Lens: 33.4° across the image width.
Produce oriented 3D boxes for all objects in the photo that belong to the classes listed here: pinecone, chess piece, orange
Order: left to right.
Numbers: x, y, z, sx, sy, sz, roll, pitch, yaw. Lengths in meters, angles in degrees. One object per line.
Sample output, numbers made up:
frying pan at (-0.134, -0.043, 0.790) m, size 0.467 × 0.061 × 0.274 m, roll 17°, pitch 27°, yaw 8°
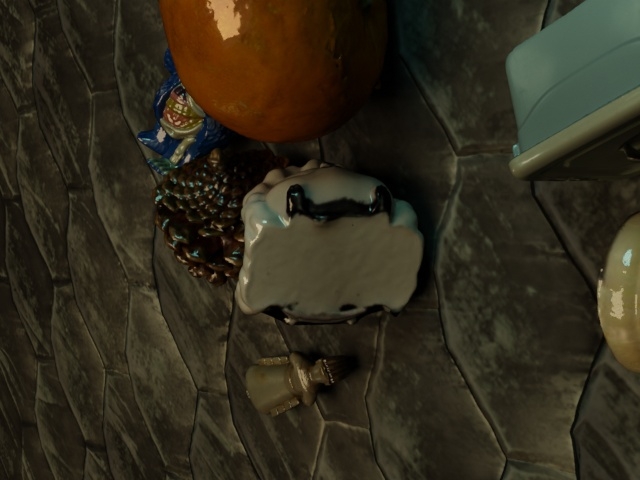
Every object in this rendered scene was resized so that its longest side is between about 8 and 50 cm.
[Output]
pinecone at (-0.119, -0.030, 1.387) m, size 0.212 × 0.185 × 0.169 m, roll 81°, pitch -160°, yaw -72°
orange at (-0.049, -0.245, 1.133) m, size 0.226 × 0.284 × 0.284 m, roll -6°, pitch 99°, yaw 18°
chess piece at (0.360, 0.051, 0.827) m, size 0.261 × 0.143 × 0.143 m, roll 6°, pitch 106°, yaw 48°

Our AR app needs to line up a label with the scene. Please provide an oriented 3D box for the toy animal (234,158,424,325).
toy animal at (0.000, 0.000, 1.240) m, size 0.156 × 0.208 × 0.204 m, roll -116°, pitch 28°, yaw -60°

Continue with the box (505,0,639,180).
box at (0.265, -0.128, 0.866) m, size 0.227 × 0.162 × 0.130 m, roll -30°, pitch 68°, yaw 53°

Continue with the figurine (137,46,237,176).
figurine at (-0.148, -0.202, 1.426) m, size 0.262 × 0.120 × 0.164 m, roll -49°, pitch 50°, yaw 34°

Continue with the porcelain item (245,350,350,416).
porcelain item at (-0.027, 0.184, 1.435) m, size 0.213 × 0.054 × 0.084 m, roll -26°, pitch 84°, yaw 54°
